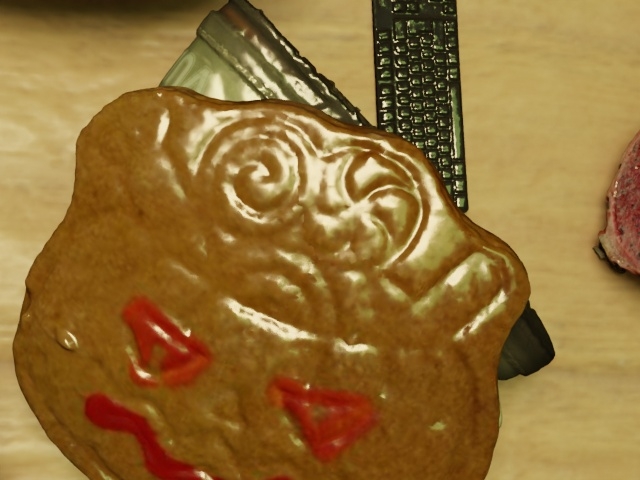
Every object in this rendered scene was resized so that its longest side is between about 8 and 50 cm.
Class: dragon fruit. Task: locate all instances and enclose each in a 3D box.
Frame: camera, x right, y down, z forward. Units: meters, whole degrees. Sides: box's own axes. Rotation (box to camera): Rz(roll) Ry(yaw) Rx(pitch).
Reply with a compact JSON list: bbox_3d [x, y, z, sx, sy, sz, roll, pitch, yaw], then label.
[{"bbox_3d":[0.243,-0.007,0.679,0.102,0.096,0.147,21,49,-18],"label":"dragon fruit"}]

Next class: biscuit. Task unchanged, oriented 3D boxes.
[{"bbox_3d":[-0.028,0.054,0.550,0.273,0.049,0.257,21,101,1],"label":"biscuit"}]

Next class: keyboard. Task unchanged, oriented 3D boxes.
[{"bbox_3d":[0.066,-0.119,0.687,0.061,0.013,0.204,-1,84,-12],"label":"keyboard"}]

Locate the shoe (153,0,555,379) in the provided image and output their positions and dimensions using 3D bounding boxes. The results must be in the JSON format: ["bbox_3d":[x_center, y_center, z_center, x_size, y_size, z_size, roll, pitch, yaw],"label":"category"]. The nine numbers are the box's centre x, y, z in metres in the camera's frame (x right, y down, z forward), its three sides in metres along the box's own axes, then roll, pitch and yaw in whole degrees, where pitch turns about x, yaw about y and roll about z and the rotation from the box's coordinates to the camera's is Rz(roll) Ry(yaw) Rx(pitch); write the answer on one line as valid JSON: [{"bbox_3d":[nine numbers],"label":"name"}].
[{"bbox_3d":[-0.001,0.001,0.617,0.149,0.109,0.293,-42,93,8],"label":"shoe"}]

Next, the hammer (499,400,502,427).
[{"bbox_3d":[0.004,0.124,0.632,0.227,0.041,0.158,-9,86,-12],"label":"hammer"}]
